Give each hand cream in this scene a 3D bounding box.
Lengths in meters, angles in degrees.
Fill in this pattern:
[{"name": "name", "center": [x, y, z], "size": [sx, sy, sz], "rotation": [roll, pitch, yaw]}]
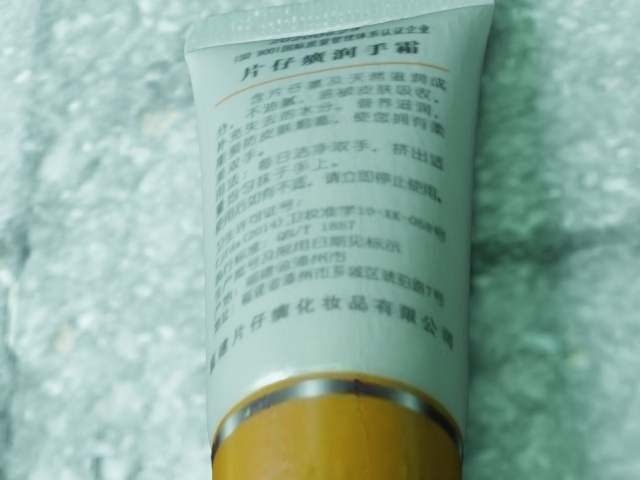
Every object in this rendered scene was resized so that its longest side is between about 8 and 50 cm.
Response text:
[{"name": "hand cream", "center": [0.000, 0.000, 0.737], "size": [0.139, 0.089, 0.314], "rotation": [-6, 47, 11]}]
